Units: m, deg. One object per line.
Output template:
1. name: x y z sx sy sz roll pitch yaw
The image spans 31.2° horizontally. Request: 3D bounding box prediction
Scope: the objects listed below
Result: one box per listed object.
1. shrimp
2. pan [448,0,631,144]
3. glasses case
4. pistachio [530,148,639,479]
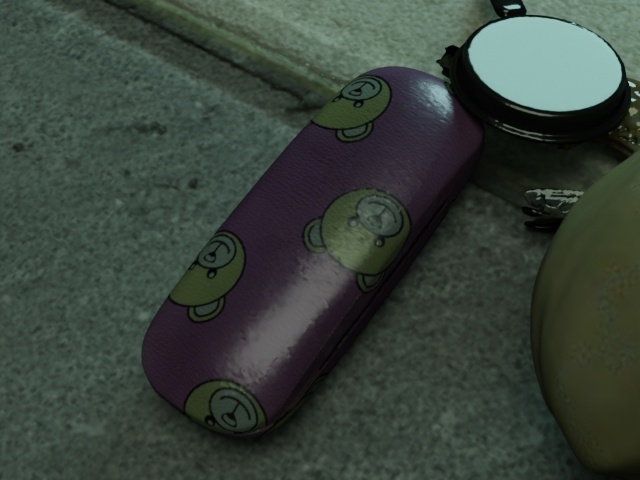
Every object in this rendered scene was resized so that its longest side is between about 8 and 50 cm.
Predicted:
1. shrimp: 0.175 -0.078 0.873 0.219 0.046 0.152 24 62 18
2. pan: 0.157 -0.158 0.883 0.136 0.028 0.235 -3 44 -8
3. glasses case: 0.000 0.000 0.824 0.123 0.076 0.316 29 69 25
4. pistachio: 0.264 0.015 0.711 0.208 0.226 0.332 42 74 8
